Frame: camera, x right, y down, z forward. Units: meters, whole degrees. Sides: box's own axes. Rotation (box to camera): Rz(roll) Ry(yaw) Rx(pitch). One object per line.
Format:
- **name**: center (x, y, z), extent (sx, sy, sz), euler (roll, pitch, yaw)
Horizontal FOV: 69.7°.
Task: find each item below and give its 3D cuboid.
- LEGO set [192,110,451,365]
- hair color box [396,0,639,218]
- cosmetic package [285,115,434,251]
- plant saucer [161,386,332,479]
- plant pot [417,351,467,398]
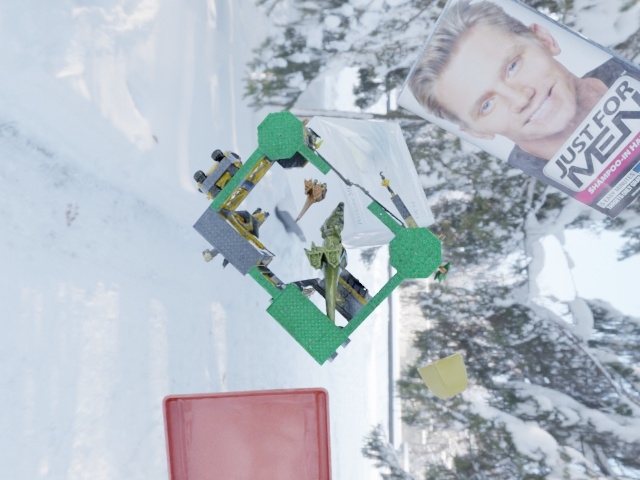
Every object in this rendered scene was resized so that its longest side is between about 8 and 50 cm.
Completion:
- **LEGO set**: center (0.000, 0.000, 0.639), extent (0.255, 0.331, 0.192), euler (-56, 169, 4)
- **hair color box**: center (0.297, -0.191, 0.620), extent (0.174, 0.347, 0.105), euler (-62, -179, 35)
- **cosmetic package**: center (0.071, -0.105, 0.891), extent (0.138, 0.224, 0.224), euler (-32, -108, 50)
- **plant saucer**: center (-0.111, 0.357, 0.741), extent (0.048, 0.258, 0.259), euler (-102, -171, -84)
- **plant pot**: center (0.293, 0.320, 1.071), extent (0.083, 0.081, 0.081), euler (68, -25, 17)
